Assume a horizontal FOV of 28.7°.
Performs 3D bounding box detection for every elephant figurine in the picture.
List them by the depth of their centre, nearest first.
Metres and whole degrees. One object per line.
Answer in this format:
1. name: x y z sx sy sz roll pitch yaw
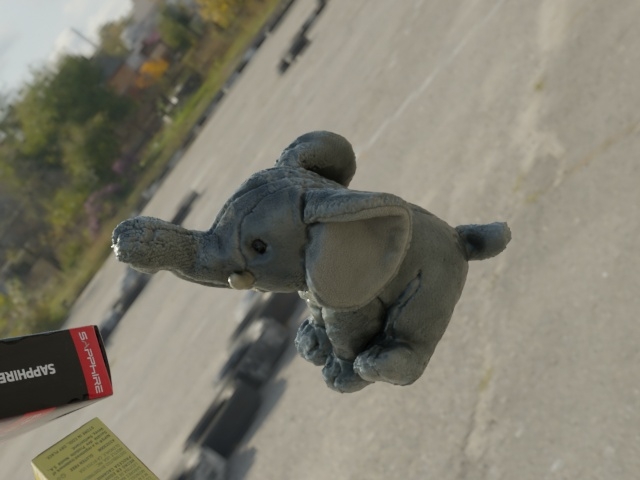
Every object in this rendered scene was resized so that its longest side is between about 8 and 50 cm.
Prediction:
1. elephant figurine: 0.000 0.000 0.938 0.169 0.239 0.186 -1 53 38

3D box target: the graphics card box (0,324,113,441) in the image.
1. graphics card box: -0.431 0.182 1.315 0.233 0.094 0.371 -25 -13 36

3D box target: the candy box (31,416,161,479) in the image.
1. candy box: -0.089 0.202 0.732 0.053 0.186 0.109 -33 -35 -28
